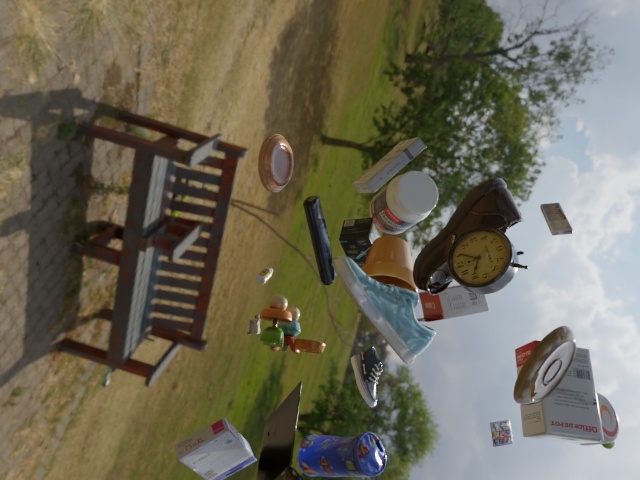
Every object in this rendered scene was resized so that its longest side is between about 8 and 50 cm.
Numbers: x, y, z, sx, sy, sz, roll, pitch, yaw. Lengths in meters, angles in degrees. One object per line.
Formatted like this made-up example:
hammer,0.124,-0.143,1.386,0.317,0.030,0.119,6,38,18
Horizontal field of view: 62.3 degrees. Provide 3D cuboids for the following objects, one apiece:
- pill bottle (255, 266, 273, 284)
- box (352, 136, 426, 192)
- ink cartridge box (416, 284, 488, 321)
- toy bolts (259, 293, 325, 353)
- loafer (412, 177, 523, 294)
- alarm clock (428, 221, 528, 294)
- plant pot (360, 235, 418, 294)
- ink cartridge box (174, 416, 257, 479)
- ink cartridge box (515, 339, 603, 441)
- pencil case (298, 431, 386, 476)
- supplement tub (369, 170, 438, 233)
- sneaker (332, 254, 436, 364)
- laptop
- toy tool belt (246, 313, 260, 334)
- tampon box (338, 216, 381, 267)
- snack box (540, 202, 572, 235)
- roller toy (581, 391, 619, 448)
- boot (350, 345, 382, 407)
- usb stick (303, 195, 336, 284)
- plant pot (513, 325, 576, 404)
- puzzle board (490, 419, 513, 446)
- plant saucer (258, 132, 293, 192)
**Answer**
pill bottle,-0.218,0.136,2.078,0.083,0.043,0.043,-49,158,-55
box,0.181,-0.200,1.426,0.186,0.038,0.145,-40,-169,-6
ink cartridge box,0.549,0.276,2.348,0.309,0.271,0.130,123,-43,-81
toy bolts,-0.084,0.276,1.723,0.228,0.218,0.159,94,5,-71
loafer,0.336,0.024,1.236,0.133,0.130,0.366,-17,148,-32
alarm clock,0.304,0.048,1.051,0.064,0.192,0.129,39,35,-47
plant pot,0.225,0.095,1.755,0.205,0.205,0.188,102,0,-53
ink cartridge box,-0.351,0.729,1.820,0.065,0.185,0.311,55,-10,42
ink cartridge box,0.712,0.459,1.595,0.114,0.196,0.273,120,-22,-59
pencil case,0.060,0.637,1.580,0.133,0.119,0.306,-26,180,-43
supplement tub,0.321,-0.145,2.069,0.272,0.191,0.191,137,-29,-69
sneaker,0.181,0.161,1.456,0.150,0.366,0.135,-39,-165,-4
laptop,-0.055,0.736,1.670,0.236,0.408,0.382,-35,164,-42
toy tool belt,-0.272,0.338,2.131,0.052,0.051,0.083,68,17,-64
tampon box,0.154,0.010,1.955,0.102,0.120,0.161,-73,148,-40
snack box,0.808,-0.076,1.819,0.178,0.064,0.022,-78,160,-55
roller toy,1.056,0.702,2.089,0.146,0.191,0.209,-35,-144,47
boot,0.159,0.424,1.669,0.086,0.069,0.190,-35,-137,14
usb stick,0.000,0.000,1.600,0.077,0.045,0.278,-55,136,-61
plant pot,0.580,0.326,1.348,0.236,0.032,0.236,-20,127,-29
puzzle board,0.765,0.813,2.235,0.011,0.128,0.097,-24,-116,51
plant saucer,-0.144,-0.262,1.800,0.200,0.037,0.200,-27,121,-60
